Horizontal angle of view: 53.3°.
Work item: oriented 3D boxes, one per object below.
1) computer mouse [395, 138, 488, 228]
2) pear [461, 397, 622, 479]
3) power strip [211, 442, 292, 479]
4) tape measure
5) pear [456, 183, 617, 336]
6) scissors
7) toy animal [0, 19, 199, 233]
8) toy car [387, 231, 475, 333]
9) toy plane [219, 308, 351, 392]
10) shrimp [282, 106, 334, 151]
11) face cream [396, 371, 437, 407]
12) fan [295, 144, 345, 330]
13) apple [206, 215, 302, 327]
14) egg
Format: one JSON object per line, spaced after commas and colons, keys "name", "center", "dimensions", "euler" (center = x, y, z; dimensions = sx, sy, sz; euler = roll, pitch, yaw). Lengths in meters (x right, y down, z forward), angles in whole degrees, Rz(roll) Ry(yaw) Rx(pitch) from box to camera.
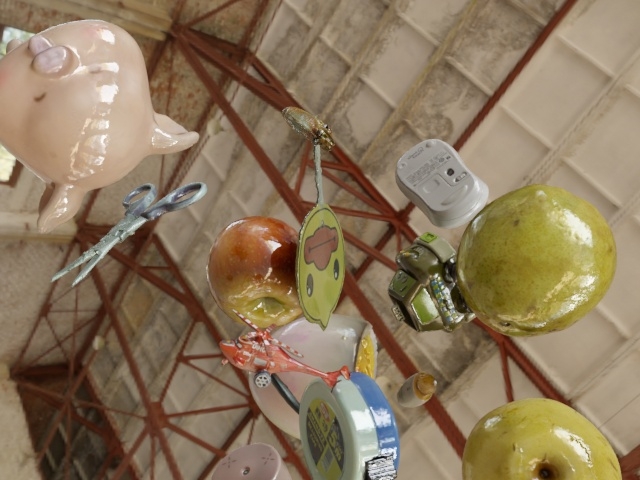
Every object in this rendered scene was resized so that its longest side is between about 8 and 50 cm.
{"name": "computer mouse", "center": [0.322, -0.141, 1.664], "dimensions": [0.184, 0.121, 0.297], "euler": [-42, -138, 5]}
{"name": "pear", "center": [0.482, 0.520, 1.402], "dimensions": [0.348, 0.348, 0.348], "euler": [-4, -96, 45]}
{"name": "power strip", "center": [-0.136, 0.485, 1.265], "dimensions": [0.154, 0.154, 0.078], "euler": [11, -50, 45]}
{"name": "tape measure", "center": [0.014, 0.285, 1.086], "dimensions": [0.351, 0.098, 0.215], "euler": [55, -42, 42]}
{"name": "pear", "center": [0.416, 0.052, 1.274], "dimensions": [0.304, 0.304, 0.303], "euler": [-4, -96, 45]}
{"name": "scissors", "center": [-0.439, -0.022, 1.422], "dimensions": [0.256, 0.383, 0.029], "euler": [1, -53, 34]}
{"name": "toy animal", "center": [-0.332, -0.163, 0.862], "dimensions": [0.269, 0.237, 0.326], "euler": [51, -19, 10]}
{"name": "toy car", "center": [0.260, 0.125, 1.567], "dimensions": [0.247, 0.198, 0.204], "euler": [62, -11, -22]}
{"name": "toy plane", "center": [-0.057, 0.181, 0.971], "dimensions": [0.077, 0.194, 0.126], "euler": [-66, -151, 17]}
{"name": "shrimp", "center": [-0.012, -0.247, 1.390], "dimensions": [0.217, 0.115, 0.051], "euler": [49, -54, 54]}
{"name": "face cream", "center": [0.226, 0.357, 1.514], "dimensions": [0.182, 0.051, 0.072], "euler": [115, -24, -65]}
{"name": "fan", "center": [0.001, 0.000, 1.122], "dimensions": [0.011, 0.229, 0.334], "euler": [1, -79, 22]}
{"name": "apple", "center": [-0.112, 0.058, 1.215], "dimensions": [0.234, 0.211, 0.173], "euler": [103, -18, -50]}
{"name": "egg", "center": [-0.036, 0.373, 1.757], "dimensions": [0.340, 0.354, 0.354], "euler": [3, -91, 15]}
